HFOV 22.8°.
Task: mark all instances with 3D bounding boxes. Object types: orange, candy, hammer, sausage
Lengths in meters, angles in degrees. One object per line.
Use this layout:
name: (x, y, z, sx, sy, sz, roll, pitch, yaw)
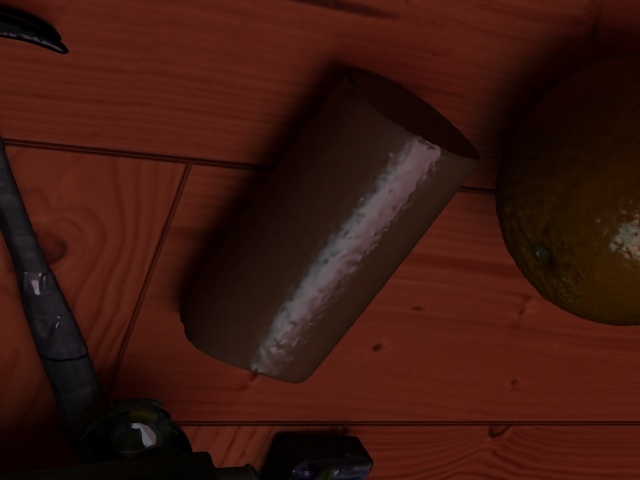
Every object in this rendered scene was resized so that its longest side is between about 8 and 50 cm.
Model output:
orange: (0.259, -0.042, 1.271, 0.236, 0.236, 0.236, -16, 130, -20)
candy: (-0.045, 0.310, 1.460, 0.088, 0.061, 0.312, 4, 120, -32)
hammer: (-0.221, 0.014, 1.146, 0.152, 0.044, 0.426, -23, 133, -16)
sausage: (0.000, 0.000, 1.212, 0.123, 0.123, 0.253, 24, 109, -41)

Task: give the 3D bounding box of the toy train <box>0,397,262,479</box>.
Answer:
toy train: (-0.235, 0.271, 1.196, 0.397, 0.160, 0.253, -5, 118, -13)
